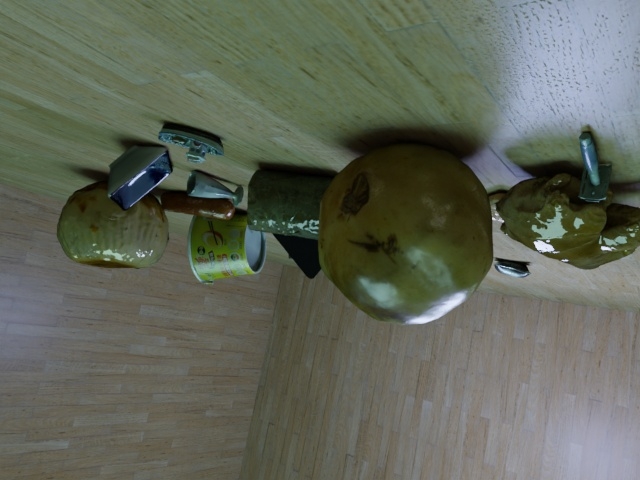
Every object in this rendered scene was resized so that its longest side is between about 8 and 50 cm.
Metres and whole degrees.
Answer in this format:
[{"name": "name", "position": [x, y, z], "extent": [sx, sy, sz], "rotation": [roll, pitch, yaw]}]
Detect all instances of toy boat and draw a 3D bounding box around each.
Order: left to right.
[{"name": "toy boat", "position": [-0.272, -0.200, 1.071], "extent": [0.140, 0.066, 0.059], "rotation": [12, 169, -14]}]

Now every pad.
[{"name": "pad", "position": [-0.086, 0.023, 1.592], "extent": [0.250, 0.055, 0.323], "rotation": [51, 156, 14]}]

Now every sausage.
[{"name": "sausage", "position": [-0.448, -0.127, 1.803], "extent": [0.302, 0.076, 0.103], "rotation": [9, 180, 23]}]

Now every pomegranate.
[{"name": "pomegranate", "position": [0.158, -0.013, 0.939], "extent": [0.333, 0.332, 0.332], "rotation": [11, 172, 2]}]

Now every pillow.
[{"name": "pillow", "position": [0.715, 0.108, 1.896], "extent": [0.136, 0.055, 0.091], "rotation": [11, -156, 21]}]

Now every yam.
[{"name": "yam", "position": [-0.058, -0.086, 1.237], "extent": [0.268, 0.161, 0.161], "rotation": [9, 172, 16]}]

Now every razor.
[{"name": "razor", "position": [0.408, -0.120, 0.767], "extent": [0.040, 0.068, 0.135], "rotation": [5, 158, 38]}]

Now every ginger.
[{"name": "ginger", "position": [0.506, -0.036, 0.966], "extent": [0.376, 0.166, 0.236], "rotation": [3, 154, -40]}]

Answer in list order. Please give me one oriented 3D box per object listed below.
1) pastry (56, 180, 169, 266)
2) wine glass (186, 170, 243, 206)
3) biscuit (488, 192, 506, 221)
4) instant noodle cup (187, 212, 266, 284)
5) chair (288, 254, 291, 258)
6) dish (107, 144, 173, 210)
[{"name": "pastry", "position": [-0.744, -0.059, 1.852], "extent": [0.389, 0.312, 0.388], "rotation": [1, 171, 0]}, {"name": "wine glass", "position": [-0.306, -0.149, 1.476], "extent": [0.155, 0.073, 0.073], "rotation": [13, 173, -36]}, {"name": "biscuit", "position": [0.472, -0.059, 1.146], "extent": [0.250, 0.030, 0.160], "rotation": [12, 173, -9]}, {"name": "instant noodle cup", "position": [-0.356, 0.021, 2.010], "extent": [0.222, 0.311, 0.311], "rotation": [-1, 169, 15]}, {"name": "chair", "position": [0.000, 0.000, 1.806], "extent": [0.319, 0.160, 0.186], "rotation": [7, 177, 24]}, {"name": "dish", "position": [-0.484, -0.177, 1.325], "extent": [0.080, 0.182, 0.243], "rotation": [48, 167, -5]}]
